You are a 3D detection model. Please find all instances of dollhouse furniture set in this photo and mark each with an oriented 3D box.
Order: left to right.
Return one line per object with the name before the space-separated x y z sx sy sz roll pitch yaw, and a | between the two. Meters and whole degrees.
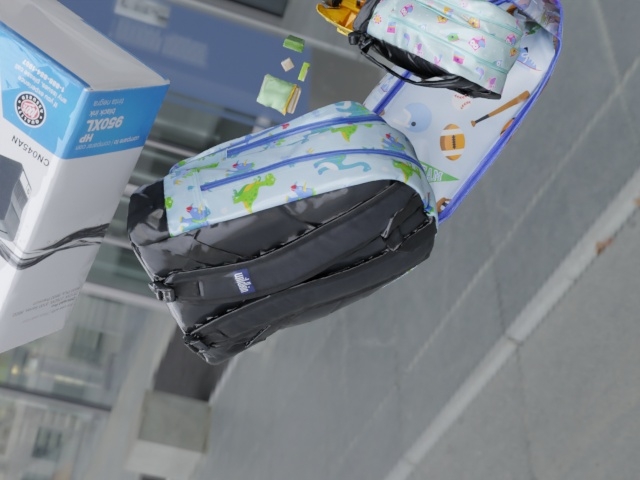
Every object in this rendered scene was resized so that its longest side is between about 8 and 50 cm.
dollhouse furniture set | -0.066 -0.310 2.070 0.058 0.076 0.151 -80 11 -70

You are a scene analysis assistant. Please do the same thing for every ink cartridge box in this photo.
ink cartridge box | -0.405 -0.097 1.362 0.166 0.285 0.395 -23 -35 -60

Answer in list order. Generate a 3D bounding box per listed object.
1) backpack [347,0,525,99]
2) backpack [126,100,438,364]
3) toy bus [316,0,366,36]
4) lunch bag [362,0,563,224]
backpack | 0.143 -0.232 1.258 0.182 0.152 0.115 33 110 44
backpack | -0.028 -0.024 1.410 0.273 0.356 0.290 -89 -20 -44
toy bus | 0.115 -0.431 1.874 0.220 0.149 0.211 -62 -17 -1
lunch bag | 0.214 -0.240 1.735 0.385 0.239 0.328 -50 5 9
